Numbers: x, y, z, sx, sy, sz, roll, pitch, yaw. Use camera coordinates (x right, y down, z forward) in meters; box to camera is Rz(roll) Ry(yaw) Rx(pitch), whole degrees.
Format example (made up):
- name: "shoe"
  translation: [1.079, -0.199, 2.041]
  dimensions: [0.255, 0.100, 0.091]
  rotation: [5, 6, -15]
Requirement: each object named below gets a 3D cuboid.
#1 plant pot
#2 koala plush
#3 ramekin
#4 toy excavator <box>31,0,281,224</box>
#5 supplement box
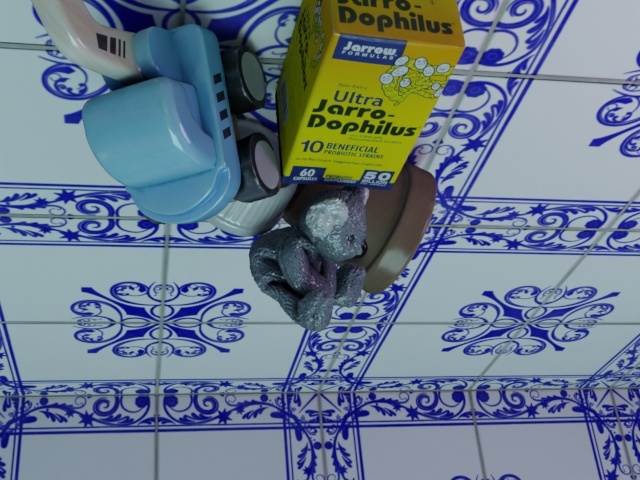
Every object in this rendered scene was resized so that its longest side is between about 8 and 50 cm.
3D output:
- name: "plant pot"
  translation: [0.059, -0.063, 1.702]
  dimensions: [0.229, 0.263, 0.263]
  rotation: [27, 140, -15]
- name: "koala plush"
  translation: [0.000, 0.000, 1.528]
  dimensions: [0.221, 0.203, 0.196]
  rotation: [-59, 168, 27]
- name: "ramekin"
  translation: [-0.136, -0.119, 1.584]
  dimensions: [0.207, 0.207, 0.109]
  rotation: [14, 136, -30]
- name: "toy excavator"
  translation: [-0.267, -0.238, 1.288]
  dimensions: [0.222, 0.433, 0.445]
  rotation: [-11, 177, 21]
- name: "supplement box"
  translation: [0.060, -0.257, 1.382]
  dimensions: [0.194, 0.195, 0.356]
  rotation: [3, 148, -14]
